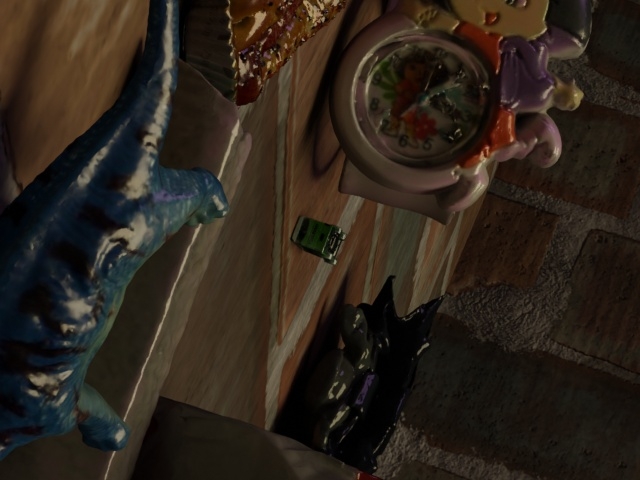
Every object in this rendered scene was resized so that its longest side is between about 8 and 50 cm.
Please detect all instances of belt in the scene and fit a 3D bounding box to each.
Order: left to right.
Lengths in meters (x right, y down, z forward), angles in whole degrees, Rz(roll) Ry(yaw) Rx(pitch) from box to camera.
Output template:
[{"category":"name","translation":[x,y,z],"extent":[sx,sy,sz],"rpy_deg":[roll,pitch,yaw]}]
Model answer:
[{"category":"belt","translation":[-0.040,0.170,0.880],"extent":[0.324,0.227,0.115],"rpy_deg":[89,21,-80]}]

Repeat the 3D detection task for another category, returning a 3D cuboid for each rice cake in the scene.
[{"category":"rice cake","translation":[-0.117,0.084,0.748],"extent":[0.056,0.073,0.365],"rpy_deg":[26,82,-79]}]

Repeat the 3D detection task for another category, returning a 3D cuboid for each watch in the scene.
[{"category":"watch","translation":[0.116,-0.137,1.282],"extent":[0.231,0.196,0.244],"rpy_deg":[-9,116,-87]}]

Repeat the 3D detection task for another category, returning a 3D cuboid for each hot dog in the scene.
[{"category":"hot dog","translation":[-0.021,-0.145,0.848],"extent":[0.191,0.059,0.108],"rpy_deg":[-58,161,-44]}]

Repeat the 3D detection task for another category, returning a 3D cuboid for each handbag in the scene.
[{"category":"handbag","translation":[0.024,0.207,1.677],"extent":[0.269,0.118,0.325],"rpy_deg":[109,5,-54]}]

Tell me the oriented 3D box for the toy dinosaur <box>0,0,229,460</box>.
[{"category":"toy dinosaur","translation":[-0.110,0.020,0.635],"extent":[0.329,0.076,0.144],"rpy_deg":[-60,164,3]}]

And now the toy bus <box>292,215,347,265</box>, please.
[{"category":"toy bus","translation":[0.000,0.000,1.331],"extent":[0.083,0.037,0.031],"rpy_deg":[47,63,-81]}]
